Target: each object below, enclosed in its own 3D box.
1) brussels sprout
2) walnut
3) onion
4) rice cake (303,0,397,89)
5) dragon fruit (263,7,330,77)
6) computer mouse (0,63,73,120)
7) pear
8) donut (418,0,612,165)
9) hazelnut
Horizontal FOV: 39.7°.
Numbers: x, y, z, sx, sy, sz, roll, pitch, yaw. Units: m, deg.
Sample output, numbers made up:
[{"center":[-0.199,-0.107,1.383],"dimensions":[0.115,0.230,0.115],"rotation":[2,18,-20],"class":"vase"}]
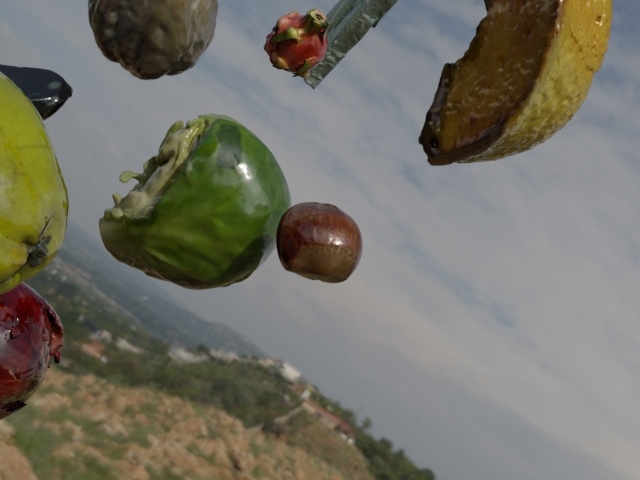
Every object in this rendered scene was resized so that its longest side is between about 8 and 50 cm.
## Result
[{"center":[-0.227,-0.050,1.685],"dimensions":[0.315,0.371,0.276],"rotation":[55,25,-21],"class":"brussels sprout"},{"center":[-0.257,-0.364,1.372],"dimensions":[0.224,0.224,0.224],"rotation":[35,-9,6],"class":"walnut"},{"center":[-0.592,0.187,1.551],"dimensions":[0.276,0.276,0.276],"rotation":[35,-9,6],"class":"onion"},{"center":[0.036,-0.323,1.338],"dimensions":[0.040,0.226,0.085],"rotation":[18,47,-34],"class":"rice cake"},{"center":[-0.027,-0.274,1.205],"dimensions":[0.116,0.086,0.081],"rotation":[-38,-96,40],"class":"dragon fruit"},{"center":[-0.467,-0.205,1.281],"dimensions":[0.217,0.122,0.074],"rotation":[9,-54,2],"class":"computer mouse"},{"center":[-0.327,-0.054,0.711],"dimensions":[0.269,0.212,0.212],"rotation":[30,-10,15],"class":"pear"},{"center":[0.178,-0.178,0.762],"dimensions":[0.101,0.259,0.152],"rotation":[10,8,-26],"class":"donut"},{"center":[0.000,0.000,1.494],"dimensions":[0.154,0.143,0.143],"rotation":[15,-2,-18],"class":"hazelnut"}]
